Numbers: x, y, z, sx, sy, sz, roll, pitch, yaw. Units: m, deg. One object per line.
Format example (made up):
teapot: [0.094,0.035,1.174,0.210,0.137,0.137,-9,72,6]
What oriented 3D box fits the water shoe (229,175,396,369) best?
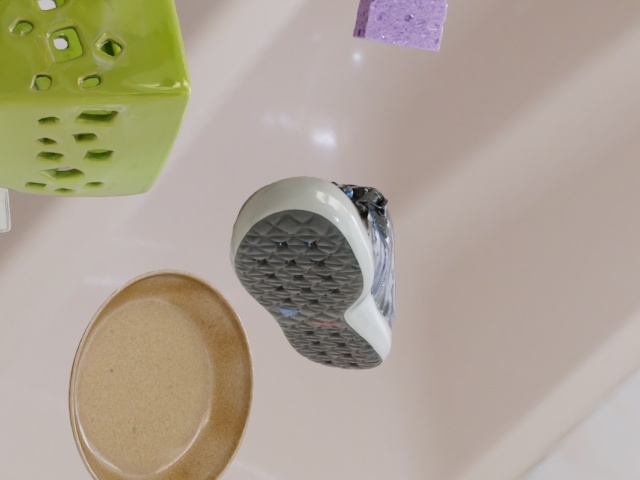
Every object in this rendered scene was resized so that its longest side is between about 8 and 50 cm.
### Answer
water shoe: [0.000,0.000,0.872,0.072,0.080,0.203,6,156,10]

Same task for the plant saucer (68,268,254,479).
plant saucer: [-0.058,0.052,0.576,0.083,0.015,0.083,-1,91,-46]

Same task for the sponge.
sponge: [0.112,-0.346,2.065,0.117,0.031,0.210,4,100,-31]

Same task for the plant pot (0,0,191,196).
plant pot: [-0.237,-0.161,1.302,0.207,0.228,0.227,-9,164,-16]

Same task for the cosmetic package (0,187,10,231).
cosmetic package: [-0.418,-0.169,1.849,0.113,0.309,0.160,-6,141,-11]
